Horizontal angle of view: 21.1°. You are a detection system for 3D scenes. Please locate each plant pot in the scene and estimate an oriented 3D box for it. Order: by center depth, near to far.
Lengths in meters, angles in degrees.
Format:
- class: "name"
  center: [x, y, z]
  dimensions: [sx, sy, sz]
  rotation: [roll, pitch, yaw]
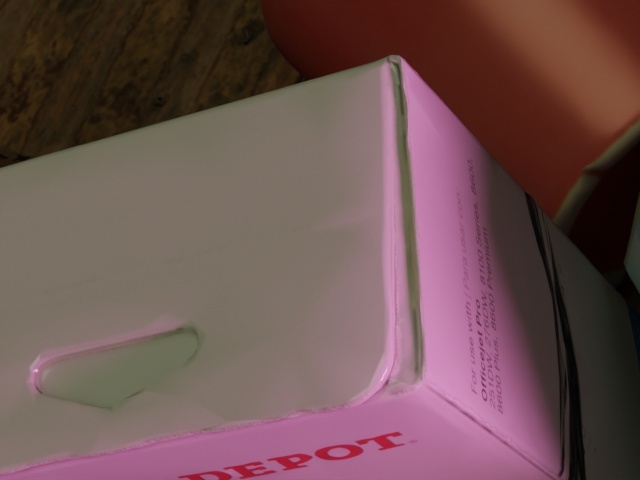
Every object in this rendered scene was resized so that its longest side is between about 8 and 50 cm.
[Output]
- class: "plant pot"
  center: [0.140, -0.117, 1.015]
  dimensions: [0.275, 0.275, 0.243]
  rotation: [-41, 61, 8]

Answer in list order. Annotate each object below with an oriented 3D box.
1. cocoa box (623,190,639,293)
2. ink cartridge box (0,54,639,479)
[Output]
- class: "cocoa box"
  center: [0.315, 0.020, 0.763]
  dimensions: [0.231, 0.228, 0.347]
  rotation: [-4, 39, -13]
- class: "ink cartridge box"
  center: [0.003, 0.091, 0.902]
  dimensions: [0.285, 0.395, 0.166]
  rotation: [-14, 61, 24]
